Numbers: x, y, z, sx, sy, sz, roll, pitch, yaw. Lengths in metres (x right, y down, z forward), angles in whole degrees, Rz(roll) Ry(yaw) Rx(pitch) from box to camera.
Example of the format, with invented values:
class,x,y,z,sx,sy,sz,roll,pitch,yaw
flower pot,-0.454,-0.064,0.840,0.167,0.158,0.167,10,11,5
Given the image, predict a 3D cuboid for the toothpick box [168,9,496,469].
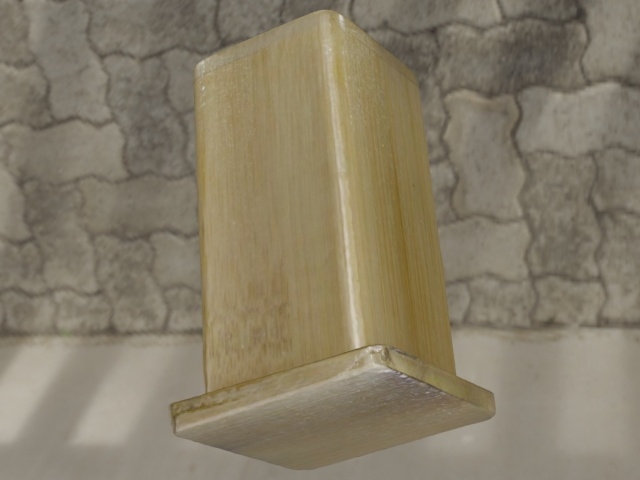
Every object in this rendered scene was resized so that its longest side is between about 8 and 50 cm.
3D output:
class,x,y,z,sx,sy,sz,roll,pitch,yaw
toothpick box,0.000,0.000,1.022,0.190,0.308,0.187,-19,153,29
